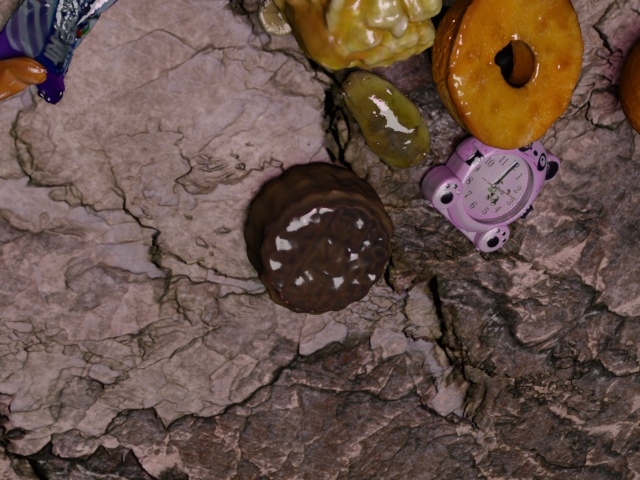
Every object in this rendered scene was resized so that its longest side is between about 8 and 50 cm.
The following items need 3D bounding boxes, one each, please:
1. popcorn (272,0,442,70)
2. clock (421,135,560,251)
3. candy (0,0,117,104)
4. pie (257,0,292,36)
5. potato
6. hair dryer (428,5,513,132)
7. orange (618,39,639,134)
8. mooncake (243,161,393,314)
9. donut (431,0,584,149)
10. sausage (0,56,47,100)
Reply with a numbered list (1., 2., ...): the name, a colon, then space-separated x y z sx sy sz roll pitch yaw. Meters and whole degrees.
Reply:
1. popcorn: 0.050 -0.430 1.307 0.274 0.336 0.279 -30 166 0
2. clock: 0.351 -0.123 1.684 0.248 0.090 0.227 -46 121 9
3. candy: -0.417 -0.360 1.325 0.145 0.070 0.275 33 110 -22
4. pie: -0.069 -0.394 1.439 0.084 0.020 0.084 -7 121 -11
5. potato: 0.124 -0.227 1.552 0.117 0.090 0.225 -37 116 13
6. hair dryer: 0.344 -0.379 1.540 0.302 0.116 0.244 -36 123 -8
7. orange: 0.717 -0.305 1.591 0.274 0.274 0.274 -8 120 -13
8. mooncake: 0.000 0.000 1.601 0.290 0.161 0.291 -9 121 -15
9. donut: 0.313 -0.311 1.426 0.302 0.110 0.303 -11 113 -28
10. sausage: -0.519 -0.258 1.336 0.183 0.054 0.062 -18 152 20
